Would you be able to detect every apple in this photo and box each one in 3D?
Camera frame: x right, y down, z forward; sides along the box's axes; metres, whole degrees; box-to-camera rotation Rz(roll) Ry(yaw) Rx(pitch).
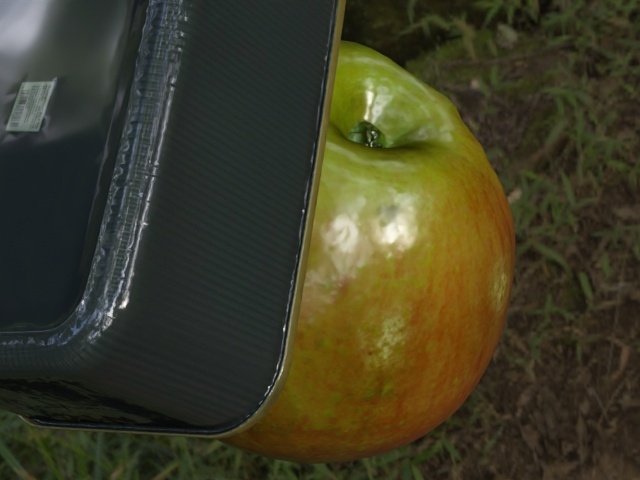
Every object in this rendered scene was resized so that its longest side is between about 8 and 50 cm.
[{"bbox_3d":[0.000,0.000,0.650,0.246,0.226,0.246,8,37,-6],"label":"apple"}]

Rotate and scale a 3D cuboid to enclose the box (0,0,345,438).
[{"bbox_3d":[-0.082,-0.034,0.412,0.145,0.090,0.201,-3,70,34],"label":"box"}]
